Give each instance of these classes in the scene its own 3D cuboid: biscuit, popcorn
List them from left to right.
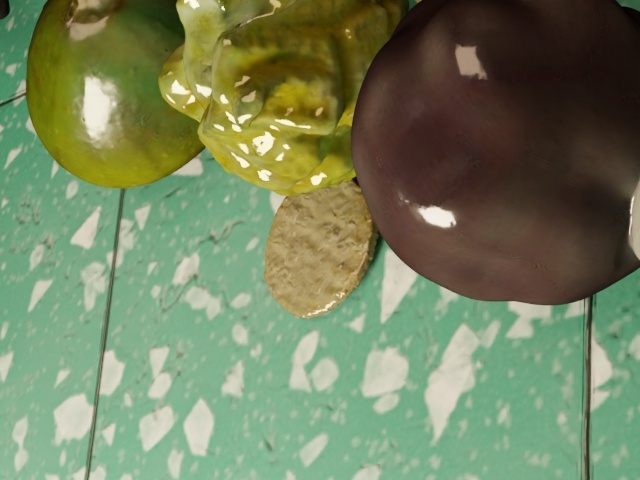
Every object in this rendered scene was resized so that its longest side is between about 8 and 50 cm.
[{"bbox_3d":[-0.022,-0.126,1.234,0.185,0.167,0.187,-57,44,51],"label":"popcorn"},{"bbox_3d":[0.000,0.000,1.284,0.120,0.015,0.120,-23,56,40],"label":"biscuit"}]

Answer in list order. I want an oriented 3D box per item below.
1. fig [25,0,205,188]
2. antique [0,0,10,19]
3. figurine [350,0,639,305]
[{"bbox_3d":[-0.157,-0.141,1.411,0.181,0.191,0.181,-5,60,9],"label":"fig"},{"bbox_3d":[-0.317,-0.358,1.690,0.255,0.185,0.322,4,75,41],"label":"antique"},{"bbox_3d":[0.129,-0.112,1.098,0.218,0.206,0.365,-39,25,32],"label":"figurine"}]
